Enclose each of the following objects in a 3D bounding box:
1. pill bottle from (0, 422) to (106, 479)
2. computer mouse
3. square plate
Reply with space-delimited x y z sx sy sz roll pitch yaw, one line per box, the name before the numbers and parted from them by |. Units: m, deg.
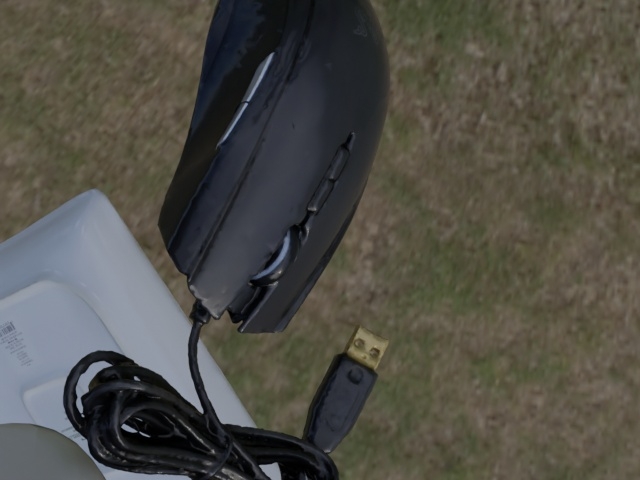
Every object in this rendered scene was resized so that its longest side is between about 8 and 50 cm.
pill bottle | -0.111 0.299 0.683 0.224 0.224 0.392 -17 116 22
computer mouse | 0.000 0.000 0.665 0.060 0.262 0.184 5 157 36
square plate | -0.203 0.154 1.300 0.347 0.049 0.344 -23 103 47
